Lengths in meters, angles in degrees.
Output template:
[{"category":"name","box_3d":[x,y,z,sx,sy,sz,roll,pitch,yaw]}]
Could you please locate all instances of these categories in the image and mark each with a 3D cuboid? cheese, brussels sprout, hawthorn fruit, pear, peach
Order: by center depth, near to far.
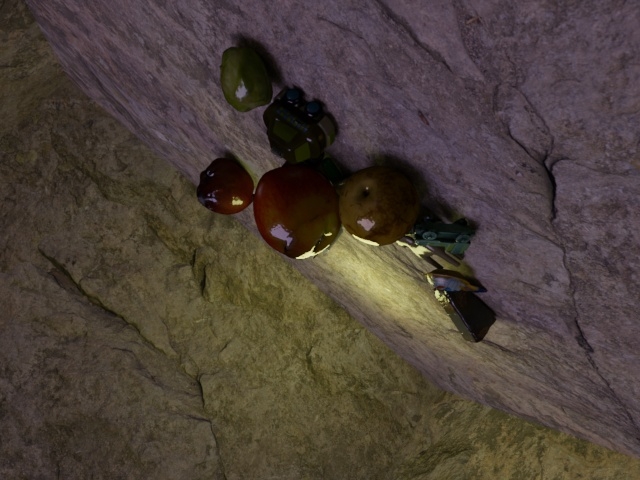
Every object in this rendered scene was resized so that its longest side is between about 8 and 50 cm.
[{"category":"brussels sprout","box_3d":[-0.249,-0.528,1.455,0.223,0.161,0.223,48,162,22]},{"category":"pear","box_3d":[0.192,-0.112,1.480,0.280,0.281,0.281,35,164,12]},{"category":"peach","box_3d":[-0.093,-0.119,1.738,0.369,0.370,0.370,35,164,12]},{"category":"cheese","box_3d":[0.528,0.165,1.758,0.270,0.070,0.177,18,166,-19]},{"category":"hawthorn fruit","box_3d":[-0.526,-0.291,2.487,0.308,0.308,0.325,31,170,25]}]

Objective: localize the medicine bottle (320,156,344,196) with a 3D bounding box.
[{"category":"medicine bottle","box_3d":[0.081,-0.219,1.767,0.094,0.064,0.261,2,140,41]}]

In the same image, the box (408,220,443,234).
[{"category":"box","box_3d":[0.324,-0.040,1.632,0.235,0.132,0.034,174,86,-67]}]

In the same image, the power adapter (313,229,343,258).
[{"category":"power adapter","box_3d":[0.000,0.000,2.283,0.130,0.205,0.125,41,164,-4]}]

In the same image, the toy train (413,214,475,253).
[{"category":"toy train","box_3d":[0.399,-0.014,1.468,0.199,0.083,0.132,6,145,-2]}]

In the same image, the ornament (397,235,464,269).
[{"category":"ornament","box_3d":[0.404,0.028,1.745,0.244,0.061,0.230,35,166,-2]}]

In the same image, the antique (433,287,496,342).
[{"category":"antique","box_3d":[0.602,0.283,1.907,0.284,0.150,0.125,49,164,-6]}]

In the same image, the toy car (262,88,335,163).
[{"category":"toy car","box_3d":[-0.096,-0.365,1.507,0.247,0.198,0.204,36,165,14]}]

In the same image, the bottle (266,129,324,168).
[{"category":"bottle","box_3d":[-0.100,-0.370,1.725,0.244,0.072,0.082,36,137,11]}]

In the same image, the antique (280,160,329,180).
[{"category":"antique","box_3d":[-0.061,-0.270,1.906,0.220,0.081,0.080,30,163,25]}]

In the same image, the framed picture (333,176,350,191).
[{"category":"framed picture","box_3d":[0.203,-0.148,1.694,0.281,0.019,0.208,43,152,-24]}]
